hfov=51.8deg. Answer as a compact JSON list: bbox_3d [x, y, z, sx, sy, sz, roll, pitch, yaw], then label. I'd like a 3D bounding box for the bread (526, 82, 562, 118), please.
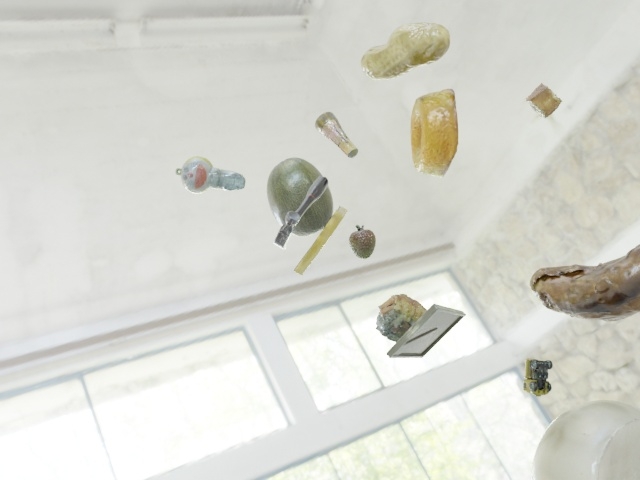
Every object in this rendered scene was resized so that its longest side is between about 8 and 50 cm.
[{"bbox_3d":[0.655,-0.410,1.936,0.070,0.083,0.076,-43,10,14],"label":"bread"}]

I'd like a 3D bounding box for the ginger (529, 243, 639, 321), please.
[{"bbox_3d":[0.675,0.118,1.585,0.321,0.172,0.165,-20,2,33],"label":"ginger"}]

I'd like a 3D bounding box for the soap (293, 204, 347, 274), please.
[{"bbox_3d":[0.001,0.001,2.125,0.252,0.037,0.092,-55,0,18],"label":"soap"}]

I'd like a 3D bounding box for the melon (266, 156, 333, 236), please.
[{"bbox_3d":[-0.081,-0.165,2.498,0.238,0.301,0.237,-24,3,1],"label":"melon"}]

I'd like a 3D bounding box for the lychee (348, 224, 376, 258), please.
[{"bbox_3d":[0.173,0.004,2.715,0.114,0.146,0.114,-6,-13,-1],"label":"lychee"}]

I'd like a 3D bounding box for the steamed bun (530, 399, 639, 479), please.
[{"bbox_3d":[0.563,0.478,1.304,0.325,0.324,0.206,-15,-3,-28],"label":"steamed bun"}]

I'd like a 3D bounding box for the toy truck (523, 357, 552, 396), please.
[{"bbox_3d":[0.494,0.313,1.509,0.049,0.083,0.054,7,-6,-22],"label":"toy truck"}]

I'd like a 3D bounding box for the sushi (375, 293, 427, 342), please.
[{"bbox_3d":[0.353,0.338,2.748,0.274,0.139,0.184,27,-68,-23],"label":"sushi"}]

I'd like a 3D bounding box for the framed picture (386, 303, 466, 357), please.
[{"bbox_3d":[0.233,0.201,1.429,0.150,0.015,0.203,-49,-27,13],"label":"framed picture"}]

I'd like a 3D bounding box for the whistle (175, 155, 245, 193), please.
[{"bbox_3d":[-0.347,-0.198,2.067,0.223,0.122,0.123,11,-29,3],"label":"whistle"}]

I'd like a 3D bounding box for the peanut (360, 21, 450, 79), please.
[{"bbox_3d":[0.268,-0.618,2.137,0.319,0.147,0.148,-14,-12,36],"label":"peanut"}]

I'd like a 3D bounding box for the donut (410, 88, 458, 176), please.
[{"bbox_3d":[0.361,-0.348,2.138,0.110,0.302,0.303,-1,-29,-3],"label":"donut"}]

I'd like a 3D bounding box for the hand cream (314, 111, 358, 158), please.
[{"bbox_3d":[0.063,-0.368,2.354,0.084,0.203,0.084,-28,-27,-16],"label":"hand cream"}]

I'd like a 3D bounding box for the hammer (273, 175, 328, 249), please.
[{"bbox_3d":[-0.043,-0.079,1.650,0.137,0.037,0.289,-59,-1,38],"label":"hammer"}]
